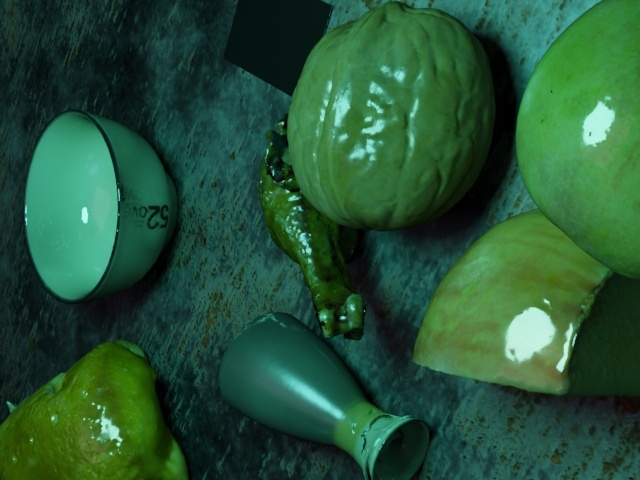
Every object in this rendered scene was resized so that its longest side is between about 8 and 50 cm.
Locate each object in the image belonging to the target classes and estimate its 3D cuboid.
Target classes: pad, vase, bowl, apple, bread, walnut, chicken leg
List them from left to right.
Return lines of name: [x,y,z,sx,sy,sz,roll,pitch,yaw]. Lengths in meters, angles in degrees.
bread: [-0.429,0.373,2.224,0.394,0.250,0.361,-42,60,39]
bowl: [-0.388,-0.059,2.238,0.354,0.185,0.353,-2,88,49]
pad: [-0.075,-0.348,2.027,0.245,0.006,0.170,35,115,44]
chicken leg: [-0.004,0.001,1.795,0.140,0.211,0.361,-25,64,18]
vase: [0.006,0.247,1.803,0.321,0.173,0.173,31,112,40]
walnut: [0.094,-0.168,1.642,0.277,0.252,0.313,6,90,62]
apple: [0.267,0.090,1.482,0.309,0.314,0.252,13,140,48]
apple: [0.371,-0.123,1.283,0.319,0.319,0.277,51,128,37]
